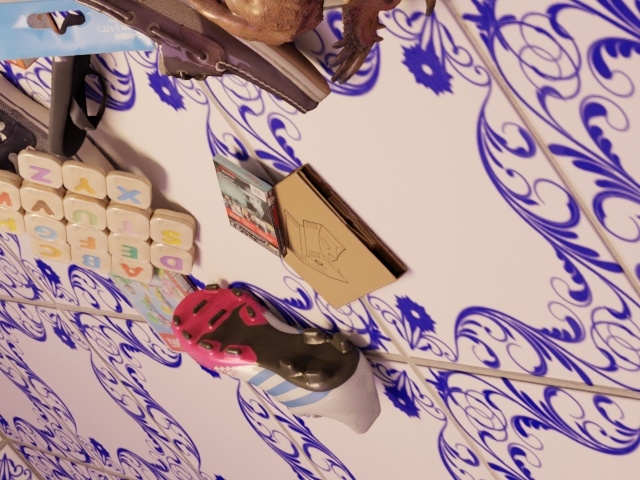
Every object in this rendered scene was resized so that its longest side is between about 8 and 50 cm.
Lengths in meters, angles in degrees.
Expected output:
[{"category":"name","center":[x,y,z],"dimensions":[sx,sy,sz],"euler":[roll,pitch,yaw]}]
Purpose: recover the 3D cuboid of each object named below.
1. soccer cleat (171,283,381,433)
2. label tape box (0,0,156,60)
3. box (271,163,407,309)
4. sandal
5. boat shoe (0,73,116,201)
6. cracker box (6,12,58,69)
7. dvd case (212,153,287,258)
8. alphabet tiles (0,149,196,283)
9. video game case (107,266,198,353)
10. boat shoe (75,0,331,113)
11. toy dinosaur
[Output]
[{"category":"soccer cleat","center":[-0.060,0.160,2.236],"dimensions":[0.331,0.116,0.143],"euler":[20,148,43]},{"category":"label tape box","center":[-0.342,-0.310,1.749],"dimensions":[0.249,0.115,0.347],"euler":[2,125,36]},{"category":"box","center":[0.000,0.000,1.979],"dimensions":[0.164,0.021,0.201],"euler":[46,157,-6]},{"category":"sandal","center":[-0.282,-0.169,2.070],"dimensions":[0.054,0.097,0.254],"euler":[15,156,-1]},{"category":"boat shoe","center":[-0.420,-0.109,2.303],"dimensions":[0.340,0.158,0.127],"euler":[38,157,14]},{"category":"cracker box","center":[-0.412,-0.319,2.040],"dimensions":[0.156,0.067,0.232],"euler":[25,151,37]},{"category":"dvd case","center":[-0.079,-0.038,1.998],"dimensions":[0.087,0.013,0.119],"euler":[32,154,31]},{"category":"alphabet tiles","center":[-0.300,-0.024,2.271],"dimensions":[0.284,0.021,0.278],"euler":[13,152,1]},{"category":"video game case","center":[-0.240,0.054,2.468],"dimensions":[0.285,0.025,0.204],"euler":[52,156,-22]},{"category":"boat shoe","center":[-0.124,-0.197,1.673],"dimensions":[0.285,0.092,0.103],"euler":[33,-170,-7]},{"category":"toy dinosaur","center":[-0.033,-0.216,1.539],"dimensions":[0.200,0.127,0.296],"euler":[26,174,-18]}]
